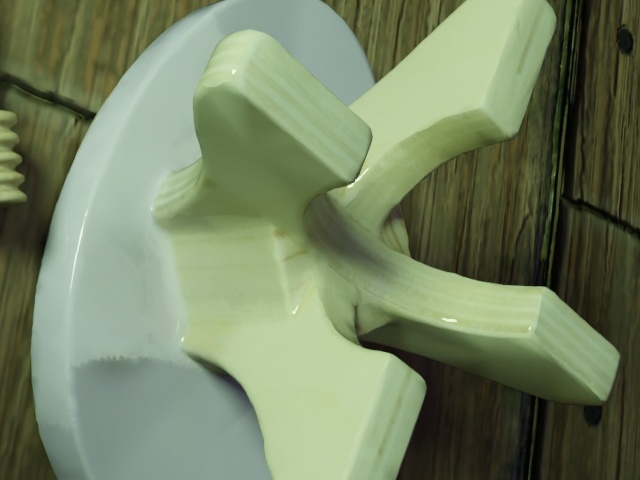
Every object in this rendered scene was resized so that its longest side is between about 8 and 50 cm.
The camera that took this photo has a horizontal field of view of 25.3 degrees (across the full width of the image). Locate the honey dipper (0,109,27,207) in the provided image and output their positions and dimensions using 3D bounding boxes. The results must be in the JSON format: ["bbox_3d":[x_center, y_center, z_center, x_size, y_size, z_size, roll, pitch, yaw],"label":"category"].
[{"bbox_3d":[-0.143,-0.093,0.577,0.030,0.030,0.161,-6,88,-45],"label":"honey dipper"}]

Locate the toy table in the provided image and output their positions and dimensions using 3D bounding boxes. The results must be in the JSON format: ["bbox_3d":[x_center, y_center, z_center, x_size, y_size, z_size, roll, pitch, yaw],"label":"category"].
[{"bbox_3d":[0.000,0.000,0.619,0.252,0.161,0.274,26,69,-40],"label":"toy table"}]
